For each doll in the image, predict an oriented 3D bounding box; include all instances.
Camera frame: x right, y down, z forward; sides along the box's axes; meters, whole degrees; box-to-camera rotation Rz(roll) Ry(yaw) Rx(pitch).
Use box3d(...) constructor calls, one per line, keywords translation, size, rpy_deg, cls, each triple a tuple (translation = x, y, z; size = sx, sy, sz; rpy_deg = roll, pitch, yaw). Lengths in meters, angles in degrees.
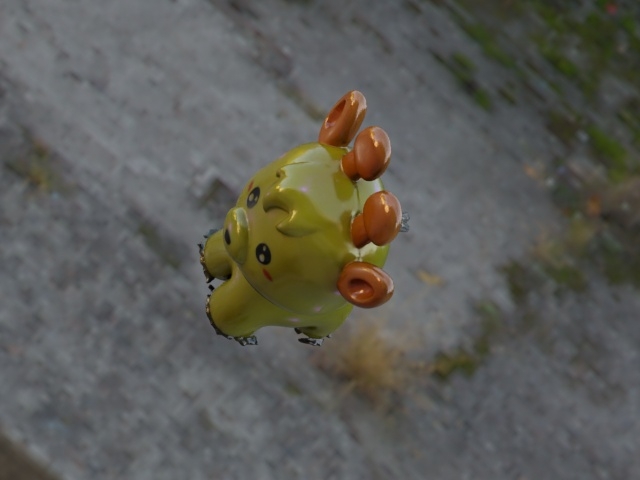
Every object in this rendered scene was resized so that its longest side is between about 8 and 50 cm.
box3d(translation=(0.000, 0.000, 1.185), size=(0.135, 0.221, 0.143), rpy_deg=(3, 67, -24), cls="doll")
